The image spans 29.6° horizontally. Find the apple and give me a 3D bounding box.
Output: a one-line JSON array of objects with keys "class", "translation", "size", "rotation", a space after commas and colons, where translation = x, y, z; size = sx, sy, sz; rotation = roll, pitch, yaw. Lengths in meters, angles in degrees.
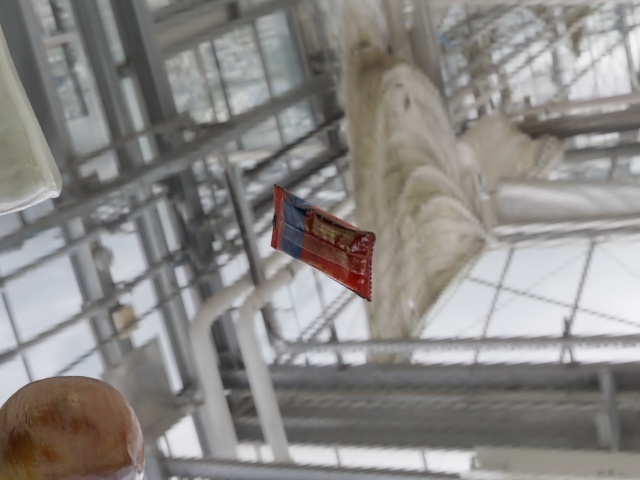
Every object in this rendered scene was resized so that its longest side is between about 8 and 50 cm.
[{"class": "apple", "translation": [-0.340, 0.287, 1.620], "size": [0.211, 0.211, 0.188], "rotation": [-14, -127, -3]}]

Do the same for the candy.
[{"class": "candy", "translation": [-0.451, -0.188, 1.377], "size": [0.208, 0.359, 0.145], "rotation": [-19, -169, -8]}]

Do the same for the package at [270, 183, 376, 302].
[{"class": "package", "translation": [0.000, 0.000, 1.417], "size": [0.022, 0.083, 0.200], "rotation": [-9, -155, -37]}]
